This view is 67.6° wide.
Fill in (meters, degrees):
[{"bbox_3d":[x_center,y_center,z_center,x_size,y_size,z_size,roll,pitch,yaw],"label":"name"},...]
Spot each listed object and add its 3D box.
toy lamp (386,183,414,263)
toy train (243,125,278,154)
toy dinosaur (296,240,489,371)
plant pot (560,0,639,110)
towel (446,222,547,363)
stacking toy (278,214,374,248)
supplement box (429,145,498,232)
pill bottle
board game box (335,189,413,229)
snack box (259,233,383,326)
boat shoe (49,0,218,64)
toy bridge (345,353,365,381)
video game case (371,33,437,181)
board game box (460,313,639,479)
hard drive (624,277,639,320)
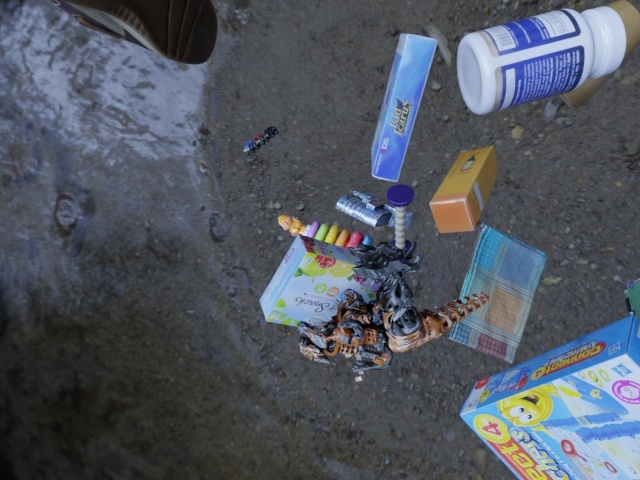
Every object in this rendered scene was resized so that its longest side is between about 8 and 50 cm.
[{"bbox_3d":[0.215,-0.025,1.288,0.080,0.080,0.274,4,141,16],"label":"toy lamp"},{"bbox_3d":[-0.176,-0.298,1.411,0.027,0.158,0.036,-11,118,40],"label":"toy train"},{"bbox_3d":[0.119,0.120,0.841,0.322,0.164,0.218,-14,103,-19],"label":"toy dinosaur"},{"bbox_3d":[0.769,-0.547,1.366,0.254,0.237,0.237,-39,87,27],"label":"plant pot"},{"bbox_3d":[0.547,0.164,1.461,0.272,0.040,0.370,23,81,-19],"label":"towel"},{"bbox_3d":[0.000,0.000,1.498,0.302,0.175,0.165,26,97,0],"label":"stacking toy"},{"bbox_3d":[0.305,-0.111,0.995,0.078,0.233,0.080,-5,124,38],"label":"supplement box"},{"bbox_3d":[0.409,-0.343,0.903,0.265,0.153,0.153,-14,95,1],"label":"pill bottle"},{"bbox_3d":[0.177,-0.094,1.484,0.194,0.194,0.060,27,110,25],"label":"board game box"},{"bbox_3d":[0.010,0.096,0.960,0.207,0.070,0.174,18,116,-30],"label":"snack box"},{"bbox_3d":[-0.274,-0.329,0.628,0.123,0.342,0.123,22,104,23],"label":"boat shoe"},{"bbox_3d":[0.108,0.383,1.637,0.026,0.063,0.188,-30,79,32],"label":"toy bridge"},{"bbox_3d":[0.164,-0.287,1.001,0.061,0.244,0.269,14,114,1],"label":"video game case"},{"bbox_3d":[0.420,0.299,0.690,0.308,0.086,0.302,46,137,5],"label":"board game box"},{"bbox_3d":[0.822,0.187,1.048,0.064,0.338,0.237,31,134,-15],"label":"hard drive"}]
